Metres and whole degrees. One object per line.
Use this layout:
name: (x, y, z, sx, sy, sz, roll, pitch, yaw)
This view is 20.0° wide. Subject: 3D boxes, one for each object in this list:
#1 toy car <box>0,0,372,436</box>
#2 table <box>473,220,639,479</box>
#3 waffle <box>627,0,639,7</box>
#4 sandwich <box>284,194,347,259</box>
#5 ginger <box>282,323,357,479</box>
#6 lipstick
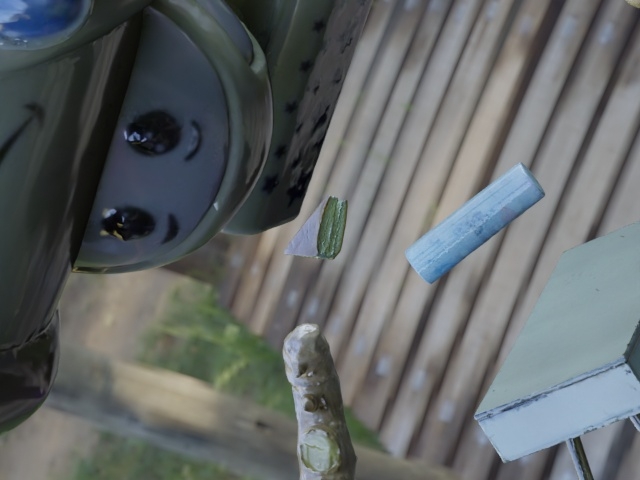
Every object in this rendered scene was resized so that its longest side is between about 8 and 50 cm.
toy car: (-0.111, -0.058, 0.809, 0.336, 0.226, 0.242, -74, 4, -68)
table: (0.218, 0.085, 1.284, 0.121, 0.111, 0.240, -25, 15, 33)
waffle: (0.262, -0.291, 1.110, 0.376, 0.261, 0.114, -102, 4, -51)
sandwich: (0.000, 0.000, 1.710, 0.083, 0.031, 0.044, -53, 40, 37)
ginger: (-0.002, 0.147, 1.387, 0.069, 0.051, 0.173, -25, -77, -76)
lipstick: (0.165, -0.018, 1.935, 0.158, 0.048, 0.048, -38, 32, 12)
